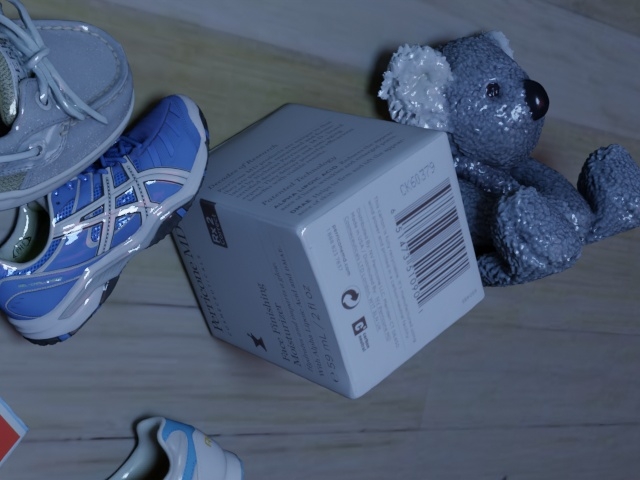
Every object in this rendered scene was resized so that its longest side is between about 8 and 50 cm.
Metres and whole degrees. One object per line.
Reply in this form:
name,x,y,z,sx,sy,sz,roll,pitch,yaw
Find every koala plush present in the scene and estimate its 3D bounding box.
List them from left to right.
koala plush,0.145,-0.080,1.031,0.196,0.203,0.221,-24,95,-44

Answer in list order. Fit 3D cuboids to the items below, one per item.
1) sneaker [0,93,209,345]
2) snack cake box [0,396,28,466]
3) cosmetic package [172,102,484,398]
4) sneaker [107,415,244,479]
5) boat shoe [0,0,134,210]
sneaker,-0.157,-0.027,0.822,0.211,0.080,0.081,-55,132,-17
snack cake box,-0.281,0.106,0.658,0.152,0.089,0.264,-57,161,-23
cosmetic package,0.000,0.000,0.894,0.151,0.183,0.151,-35,121,-30
sneaker,-0.155,0.247,0.899,0.092,0.087,0.229,41,67,-32
boat shoe,-0.233,-0.083,0.687,0.320,0.103,0.118,-17,69,-44
